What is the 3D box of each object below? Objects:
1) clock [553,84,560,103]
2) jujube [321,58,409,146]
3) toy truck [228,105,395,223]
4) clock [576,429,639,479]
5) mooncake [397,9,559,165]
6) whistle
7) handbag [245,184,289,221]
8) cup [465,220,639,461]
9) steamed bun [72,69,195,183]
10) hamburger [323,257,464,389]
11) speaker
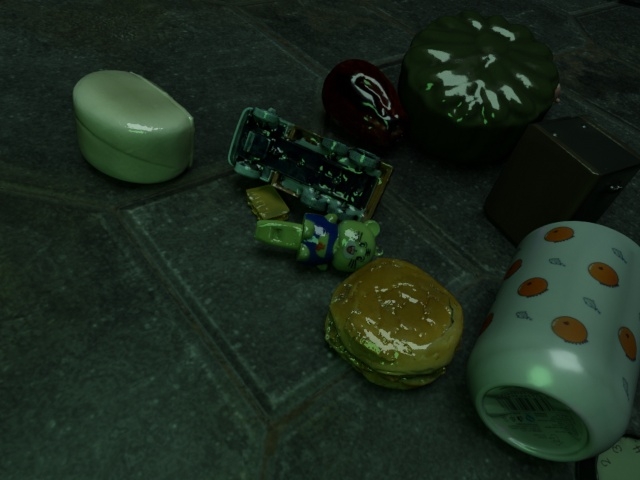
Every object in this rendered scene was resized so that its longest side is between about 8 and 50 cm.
[{"bbox_3d":[0.554,-0.433,1.374,0.241,0.142,0.227,-20,57,-40],"label":"clock"},{"bbox_3d":[0.109,-0.320,1.137,0.168,0.168,0.236,-24,59,-31],"label":"jujube"},{"bbox_3d":[-0.012,-0.149,0.945,0.306,0.136,0.162,26,16,11],"label":"toy truck"},{"bbox_3d":[0.446,0.350,0.654,0.185,0.040,0.184,7,46,-7],"label":"clock"},{"bbox_3d":[0.363,-0.368,1.141,0.357,0.194,0.356,0,69,-1],"label":"mooncake"},{"bbox_3d":[0.000,0.000,0.841,0.228,0.105,0.085,11,10,-7],"label":"whistle"},{"bbox_3d":[-0.103,-0.069,0.932,0.061,0.027,0.083,-16,54,-27],"label":"handbag"},{"bbox_3d":[0.350,0.142,0.711,0.212,0.212,0.317,31,48,16],"label":"cup"},{"bbox_3d":[-0.370,-0.216,0.924,0.242,0.146,0.164,39,46,23],"label":"steamed bun"},{"bbox_3d":[0.116,0.127,0.749,0.214,0.108,0.213,4,43,-4],"label":"hamburger"},{"bbox_3d":[0.467,-0.103,0.959,0.153,0.230,0.192,-16,53,-26],"label":"speaker"}]
